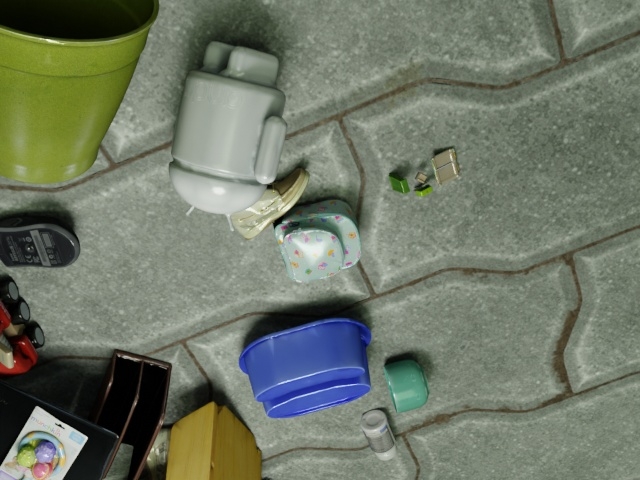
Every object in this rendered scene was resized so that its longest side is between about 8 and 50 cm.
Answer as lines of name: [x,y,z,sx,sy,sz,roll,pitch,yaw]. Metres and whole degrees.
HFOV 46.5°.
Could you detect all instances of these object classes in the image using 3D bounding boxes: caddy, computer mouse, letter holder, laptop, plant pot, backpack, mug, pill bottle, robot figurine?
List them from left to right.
computer mouse: [-0.655,-0.009,1.649,0.272,0.072,0.189,3,124,6]
laptop: [-0.694,0.508,1.839,0.381,0.408,0.236,26,74,0]
plant pot: [-0.505,-0.304,1.342,0.366,0.367,0.353,12,130,-14]
letter holder: [-0.498,0.469,1.871,0.152,0.214,0.302,18,118,-17]
robot figurine: [-0.187,-0.205,1.474,0.199,0.300,0.354,1,105,-47]
caddy: [-0.032,0.301,1.854,0.341,0.179,0.241,-16,144,2]
backpack: [0.000,0.000,1.690,0.188,0.144,0.166,-16,117,-1]
pill bottle: [0.166,0.545,2.082,0.078,0.078,0.137,-19,122,5]
mug: [0.229,0.377,1.970,0.097,0.158,0.130,-15,98,-1]

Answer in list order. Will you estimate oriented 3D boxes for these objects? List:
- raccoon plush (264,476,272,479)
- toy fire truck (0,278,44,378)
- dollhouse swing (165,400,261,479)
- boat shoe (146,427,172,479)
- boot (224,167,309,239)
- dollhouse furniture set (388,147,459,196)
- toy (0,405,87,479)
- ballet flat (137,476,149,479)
raccoon plush: [-0.112,0.850,2.105,0.446,0.299,0.216,0,121,-7]
toy fire truck: [-0.718,0.232,1.678,0.158,0.246,0.217,-14,122,2]
dollhouse swing: [-0.353,0.638,1.935,0.304,0.315,0.347,-12,141,13]
boat shoe: [-0.411,0.647,2.023,0.089,0.104,0.285,-9,105,-1]
boot: [-0.145,-0.118,1.639,0.213,0.077,0.165,-40,115,17]
dollhouse furniture set: [0.237,-0.152,1.694,0.151,0.058,0.076,-27,115,-13]
toy: [-0.646,0.509,1.688,0.136,0.056,0.237,33,107,-4]
ballet flat: [-0.447,0.803,2.150,0.123,0.123,0.349,-24,121,8]
